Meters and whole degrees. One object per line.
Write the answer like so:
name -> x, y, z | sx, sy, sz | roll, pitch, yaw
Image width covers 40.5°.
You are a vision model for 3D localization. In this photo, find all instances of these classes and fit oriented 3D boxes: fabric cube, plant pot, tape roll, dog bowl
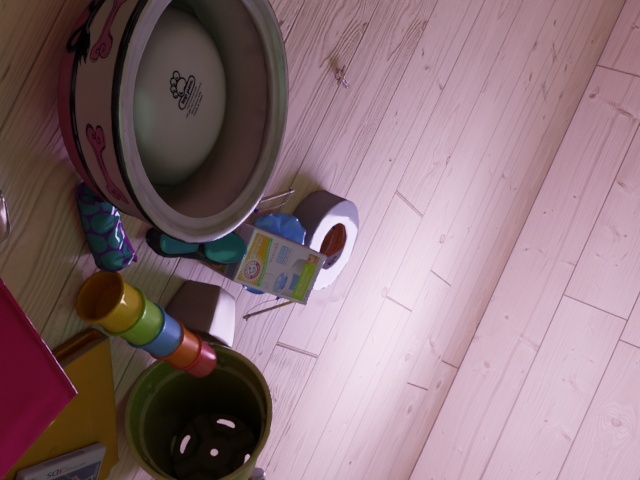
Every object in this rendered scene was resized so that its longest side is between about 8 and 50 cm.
fabric cube -> -0.496, 0.163, 1.008 | 0.258, 0.259, 0.254 | -53, 149, -29
plant pot -> -0.220, 0.381, 1.696 | 0.276, 0.276, 0.254 | -53, 160, -25
tape roll -> 0.000, 0.000, 1.964 | 0.219, 0.072, 0.219 | -40, 143, -40
plant pot -> -0.221, 0.135, 1.646 | 0.109, 0.109, 0.096 | 48, 56, -60
dog bowl -> -0.213, -0.206, 1.276 | 0.408, 0.150, 0.408 | -29, 124, -55

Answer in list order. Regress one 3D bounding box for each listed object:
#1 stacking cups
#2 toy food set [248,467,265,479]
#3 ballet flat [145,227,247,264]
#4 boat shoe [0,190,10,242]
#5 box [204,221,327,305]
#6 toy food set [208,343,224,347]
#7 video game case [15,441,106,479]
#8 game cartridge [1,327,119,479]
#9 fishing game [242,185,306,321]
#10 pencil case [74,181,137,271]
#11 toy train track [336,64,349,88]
stacking cups -> -0.285, 0.151, 1.505 | 0.096, 0.096, 0.316 | -61, 145, -11
toy food set -> -0.233, 0.511, 1.883 | 0.232, 0.111, 0.104 | -12, 119, -27
ballet flat -> -0.225, 0.004, 1.545 | 0.203, 0.074, 0.074 | 7, 105, -45
boat shoe -> -0.444, -0.058, 1.127 | 0.068, 0.072, 0.190 | -50, 149, -29
box -> -0.107, 0.040, 1.707 | 0.203, 0.103, 0.114 | 23, 90, -43
toy food set -> -0.226, 0.247, 1.804 | 0.083, 0.020, 0.082 | -33, 138, -46
video game case -> -0.454, 0.453, 1.460 | 0.183, 0.023, 0.201 | -6, 118, -60
game cartridge -> -0.459, 0.341, 1.440 | 0.285, 0.053, 0.323 | -36, 142, -45
fishing game -> -0.104, 0.024, 1.801 | 0.189, 0.041, 0.264 | -21, 119, -36
pencil case -> -0.334, -0.023, 1.355 | 0.064, 0.070, 0.151 | -100, -175, -47
toy train track -> 0.045, -0.344, 1.845 | 0.048, 0.014, 0.083 | -70, 159, -9
